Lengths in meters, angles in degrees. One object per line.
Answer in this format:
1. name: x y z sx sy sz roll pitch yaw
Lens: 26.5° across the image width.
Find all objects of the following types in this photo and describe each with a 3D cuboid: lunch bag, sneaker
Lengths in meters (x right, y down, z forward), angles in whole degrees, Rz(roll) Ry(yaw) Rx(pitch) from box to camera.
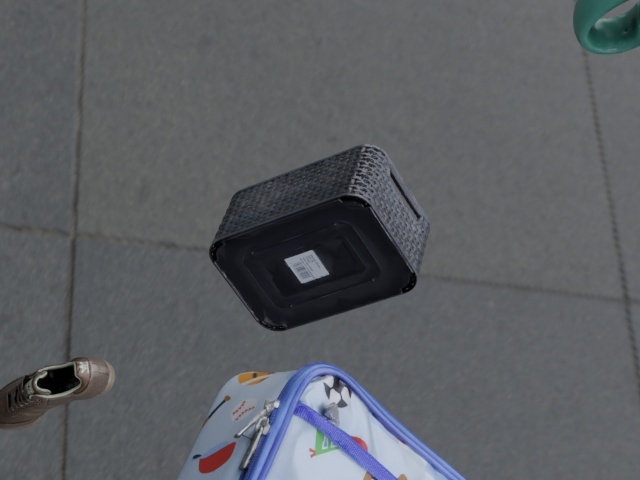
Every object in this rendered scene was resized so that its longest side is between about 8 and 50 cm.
1. lunch bag: 0.017 0.234 0.973 0.303 0.115 0.243 45 54 -28
2. sneaker: -0.349 0.181 1.680 0.071 0.188 0.066 34 38 -59

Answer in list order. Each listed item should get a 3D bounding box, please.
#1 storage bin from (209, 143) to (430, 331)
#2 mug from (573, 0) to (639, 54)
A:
1. storage bin: 0.000 0.000 1.297 0.122 0.180 0.084 55 31 -27
2. mug: 0.237 -0.139 0.768 0.157 0.097 0.129 -35 62 -2
